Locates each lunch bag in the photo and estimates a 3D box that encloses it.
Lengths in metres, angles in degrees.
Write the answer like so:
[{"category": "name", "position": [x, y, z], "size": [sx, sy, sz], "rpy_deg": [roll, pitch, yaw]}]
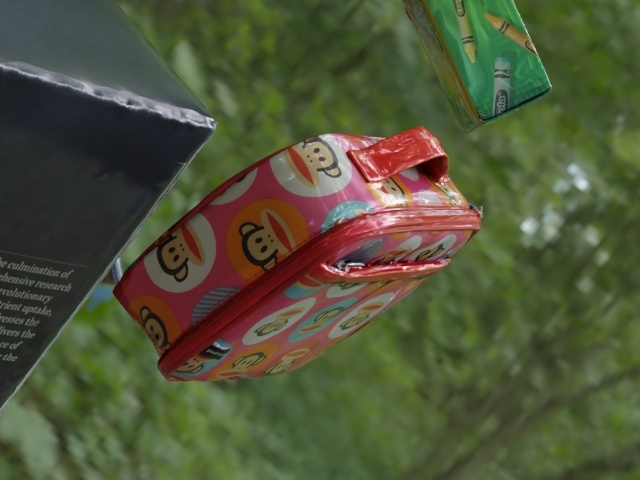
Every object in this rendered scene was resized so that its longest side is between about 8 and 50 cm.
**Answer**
[{"category": "lunch bag", "position": [0.000, 0.000, 1.578], "size": [0.120, 0.258, 0.293], "rpy_deg": [57, 22, 13]}]

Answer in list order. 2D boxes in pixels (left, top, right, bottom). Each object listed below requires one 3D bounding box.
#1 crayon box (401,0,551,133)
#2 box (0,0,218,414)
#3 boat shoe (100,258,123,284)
[{"category": "crayon box", "position": [0.129, -0.251, 1.983], "size": [0.165, 0.081, 0.278], "rpy_deg": [162, -97, -88]}, {"category": "box", "position": [-0.425, -0.094, 1.734], "size": [0.297, 0.471, 0.480], "rpy_deg": [15, 29, -54]}, {"category": "boat shoe", "position": [-0.251, 0.011, 2.019], "size": [0.183, 0.066, 0.066], "rpy_deg": [-153, -127, -64]}]
